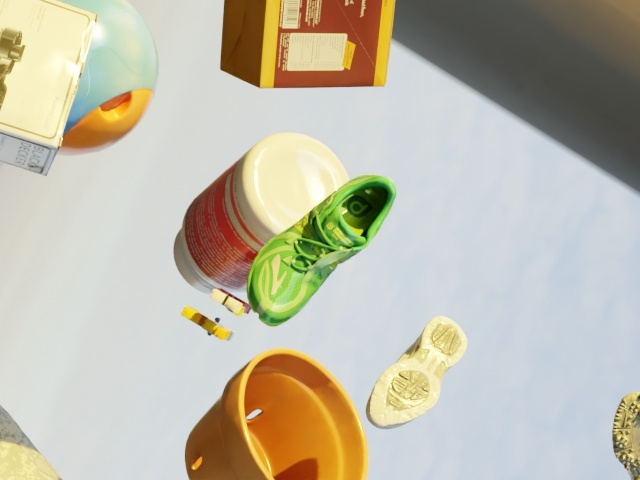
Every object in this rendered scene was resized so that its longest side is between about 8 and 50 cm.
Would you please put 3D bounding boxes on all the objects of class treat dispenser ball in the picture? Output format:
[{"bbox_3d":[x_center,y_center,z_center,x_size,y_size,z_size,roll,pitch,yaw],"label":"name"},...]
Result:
[{"bbox_3d":[-0.407,-0.281,2.056,0.288,0.288,0.288,-54,-163,24],"label":"treat dispenser ball"}]

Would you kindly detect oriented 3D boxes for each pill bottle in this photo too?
[{"bbox_3d":[-0.128,-0.033,2.443,0.407,0.229,0.229,-34,-149,55],"label":"pill bottle"}]

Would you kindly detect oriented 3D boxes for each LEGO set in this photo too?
[{"bbox_3d":[-0.194,0.129,2.290,0.087,0.093,0.227,-60,176,-3],"label":"LEGO set"}]

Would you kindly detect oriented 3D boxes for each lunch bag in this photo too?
[{"bbox_3d":[-0.573,0.415,2.157,0.212,0.305,0.256,-40,-178,-11],"label":"lunch bag"}]

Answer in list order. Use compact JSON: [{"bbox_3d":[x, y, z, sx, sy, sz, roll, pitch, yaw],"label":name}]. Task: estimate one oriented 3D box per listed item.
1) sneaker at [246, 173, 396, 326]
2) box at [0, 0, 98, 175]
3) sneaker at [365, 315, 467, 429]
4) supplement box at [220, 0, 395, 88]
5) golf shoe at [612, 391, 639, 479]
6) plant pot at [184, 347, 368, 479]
[{"bbox_3d":[0.000,0.000,1.871,0.295,0.109,0.123,-47,-178,-16],"label":"sneaker"},{"bbox_3d":[-0.393,-0.193,1.303,0.087,0.290,0.169,136,-33,-62],"label":"box"},{"bbox_3d":[0.139,0.222,1.954,0.232,0.090,0.115,-42,172,-39],"label":"sneaker"},{"bbox_3d":[-0.016,-0.310,1.696,0.129,0.194,0.191,32,-58,55],"label":"supplement box"},{"bbox_3d":[0.387,0.246,1.534,0.069,0.176,0.086,-13,-154,9],"label":"golf shoe"},{"bbox_3d":[-0.090,0.354,2.128,0.203,0.291,0.291,-34,-152,34],"label":"plant pot"}]
